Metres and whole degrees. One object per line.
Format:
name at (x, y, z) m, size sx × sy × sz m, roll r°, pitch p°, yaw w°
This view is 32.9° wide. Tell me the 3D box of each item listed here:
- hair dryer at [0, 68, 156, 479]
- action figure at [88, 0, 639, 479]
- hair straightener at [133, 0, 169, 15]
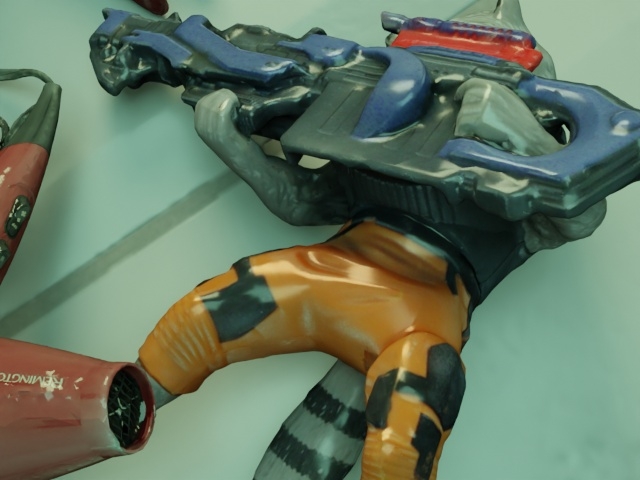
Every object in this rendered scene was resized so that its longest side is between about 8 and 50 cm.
hair dryer at (-0.178, 0.020, 0.501) m, size 0.223 × 0.080 × 0.293 m, roll -50°, pitch 52°, yaw -6°
action figure at (0.000, 0.000, 0.565) m, size 0.341 × 0.178 × 0.330 m, roll 25°, pitch 70°, yaw 35°
hair straightener at (-0.160, -0.228, 0.646) m, size 0.230 × 0.047 × 0.089 m, roll 34°, pitch 78°, yaw 11°
